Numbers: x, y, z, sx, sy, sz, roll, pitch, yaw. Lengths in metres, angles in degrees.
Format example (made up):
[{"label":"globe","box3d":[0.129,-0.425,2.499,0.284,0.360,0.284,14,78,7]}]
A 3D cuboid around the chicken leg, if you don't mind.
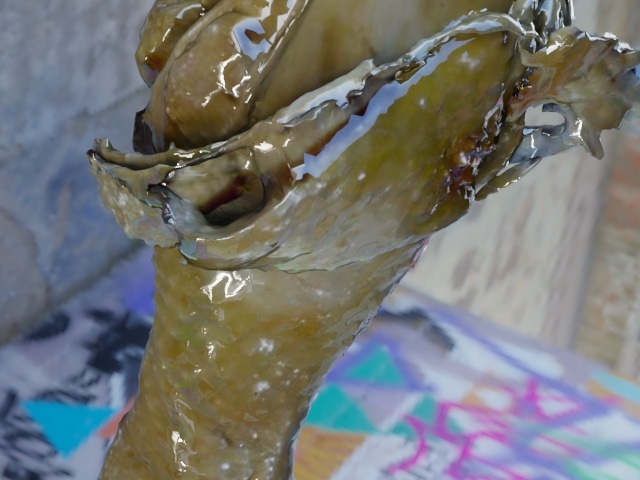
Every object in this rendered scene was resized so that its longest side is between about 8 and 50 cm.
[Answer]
[{"label":"chicken leg","box3d":[-0.005,-0.003,0.389,0.125,0.080,0.196,26,100,-42]}]
